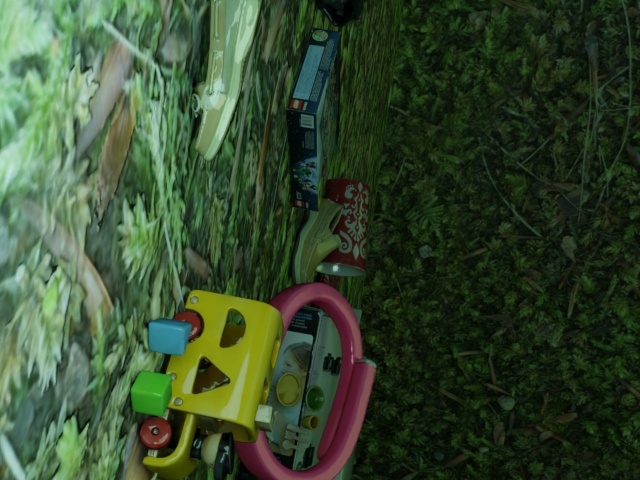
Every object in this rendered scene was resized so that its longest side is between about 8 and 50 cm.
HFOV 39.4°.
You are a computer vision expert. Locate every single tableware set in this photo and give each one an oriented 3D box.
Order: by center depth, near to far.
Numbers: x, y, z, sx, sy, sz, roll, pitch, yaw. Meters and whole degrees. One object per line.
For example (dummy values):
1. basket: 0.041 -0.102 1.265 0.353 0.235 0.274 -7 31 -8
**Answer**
1. tableware set: -0.054 0.230 1.237 0.154 0.024 0.104 30 65 -39

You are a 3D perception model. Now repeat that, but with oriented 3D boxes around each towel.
1. towel: 0.016 0.094 1.993 0.198 0.031 0.274 90 10 -45

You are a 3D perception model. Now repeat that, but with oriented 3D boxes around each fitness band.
1. fitness band: -0.019 0.198 1.226 0.209 0.054 0.290 39 55 -35

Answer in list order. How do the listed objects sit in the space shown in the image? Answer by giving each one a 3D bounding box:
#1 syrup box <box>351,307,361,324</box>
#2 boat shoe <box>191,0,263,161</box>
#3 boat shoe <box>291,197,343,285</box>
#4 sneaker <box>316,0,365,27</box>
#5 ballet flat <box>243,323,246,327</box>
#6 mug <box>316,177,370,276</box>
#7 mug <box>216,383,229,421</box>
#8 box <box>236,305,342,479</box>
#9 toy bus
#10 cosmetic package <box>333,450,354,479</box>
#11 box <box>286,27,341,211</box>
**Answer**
1. syrup box: 0.029 0.256 2.058 0.237 0.093 0.096 -71 168 -55
2. boat shoe: -0.087 -0.144 0.749 0.056 0.048 0.152 -110 -145 -79
3. boat shoe: 0.000 0.000 1.524 0.068 0.072 0.190 91 11 -54
4. sneaker: 0.035 -0.362 1.303 0.234 0.078 0.106 -27 129 -77
5. ballet flat: -0.097 0.152 1.121 0.041 0.041 0.114 86 16 -64
6. mug: 0.040 -0.029 1.683 0.150 0.113 0.169 80 18 -76
7. mug: -0.098 0.172 1.024 0.064 0.062 0.078 69 24 -62
8. box: -0.038 0.247 1.380 0.169 0.087 0.289 25 75 -70
9. toy bus: -0.093 0.149 0.818 0.191 0.105 0.202 -63 161 -68
10. cosmetic package: -0.035 0.461 1.550 0.217 0.156 0.384 29 72 -81
11. box: -0.007 -0.174 1.327 0.233 0.044 0.159 90 12 -57
